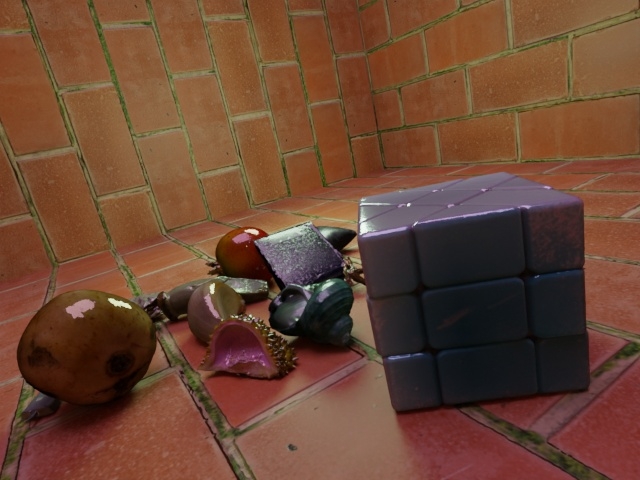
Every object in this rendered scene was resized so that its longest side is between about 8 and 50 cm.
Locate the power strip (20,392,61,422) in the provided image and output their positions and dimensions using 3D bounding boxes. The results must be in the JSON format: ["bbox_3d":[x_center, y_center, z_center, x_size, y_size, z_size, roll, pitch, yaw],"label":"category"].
[{"bbox_3d":[-0.623,0.350,0.963,0.060,0.027,0.252,-13,15,-7],"label":"power strip"}]

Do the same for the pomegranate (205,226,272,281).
[{"bbox_3d":[-0.267,0.065,1.394,0.257,0.220,0.221,-28,20,-23],"label":"pomegranate"}]

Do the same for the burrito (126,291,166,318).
[{"bbox_3d":[-0.662,0.241,1.310,0.393,0.076,0.117,-13,21,4],"label":"burrito"}]

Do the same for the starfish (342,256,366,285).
[{"bbox_3d":[0.093,0.109,1.178,0.133,0.041,0.130,22,55,32],"label":"starfish"}]

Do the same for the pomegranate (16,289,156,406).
[{"bbox_3d":[-0.493,0.226,0.881,0.261,0.260,0.260,-11,15,3],"label":"pomegranate"}]

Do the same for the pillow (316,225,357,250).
[{"bbox_3d":[0.000,0.000,1.604,0.186,0.105,0.250,-30,21,-32],"label":"pillow"}]

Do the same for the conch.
[{"bbox_3d":[-0.003,0.171,0.944,0.196,0.134,0.202,-47,26,-7],"label":"conch"}]

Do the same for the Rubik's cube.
[{"bbox_3d":[0.248,0.069,0.751,0.322,0.315,0.318,-9,15,8],"label":"Rubik's cube"}]

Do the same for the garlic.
[{"bbox_3d":[-0.277,0.196,1.103,0.164,0.145,0.245,17,12,-14],"label":"garlic"}]

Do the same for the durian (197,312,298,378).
[{"bbox_3d":[-0.156,0.238,0.896,0.182,0.165,0.132,-28,43,41],"label":"durian"}]

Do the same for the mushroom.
[{"bbox_3d":[-0.330,0.164,1.256,0.334,0.107,0.087,-13,35,-3],"label":"mushroom"}]

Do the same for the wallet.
[{"bbox_3d":[-0.059,0.063,1.283,0.221,0.071,0.262,-22,56,-24],"label":"wallet"}]
